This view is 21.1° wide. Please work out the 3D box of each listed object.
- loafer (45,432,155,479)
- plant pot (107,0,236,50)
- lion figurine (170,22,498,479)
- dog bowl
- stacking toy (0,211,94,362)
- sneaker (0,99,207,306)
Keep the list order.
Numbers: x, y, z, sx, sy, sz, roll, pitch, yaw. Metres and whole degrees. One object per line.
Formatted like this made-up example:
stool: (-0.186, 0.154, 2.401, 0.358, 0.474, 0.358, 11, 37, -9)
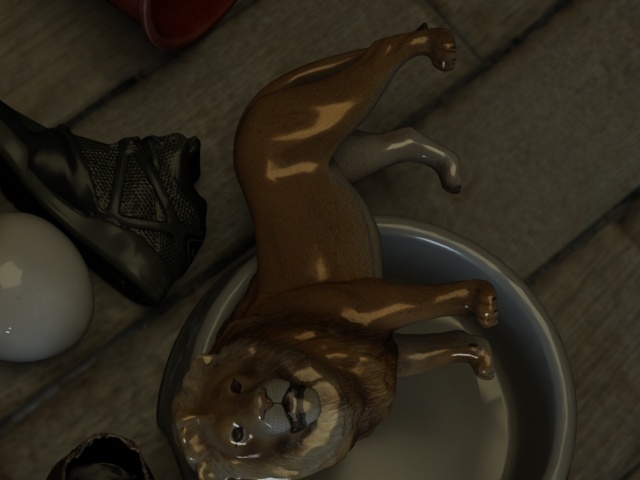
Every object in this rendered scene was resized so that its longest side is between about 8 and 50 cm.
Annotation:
loafer: (-0.148, 0.286, 1.202, 0.134, 0.130, 0.366, -6, 46, -17)
plant pot: (-0.177, -0.340, 1.430, 0.265, 0.272, 0.272, 30, 69, 11)
lion figurine: (0.000, 0.000, 1.299, 0.240, 0.142, 0.392, -5, 57, -2)
dog bowl: (0.044, 0.137, 1.366, 0.349, 0.102, 0.348, 3, 70, -8)
stacking toy: (-0.388, -0.045, 1.307, 0.480, 0.350, 0.350, 35, 69, -14)
sneaker: (-0.185, -0.062, 1.414, 0.227, 0.087, 0.130, 38, 69, 3)
